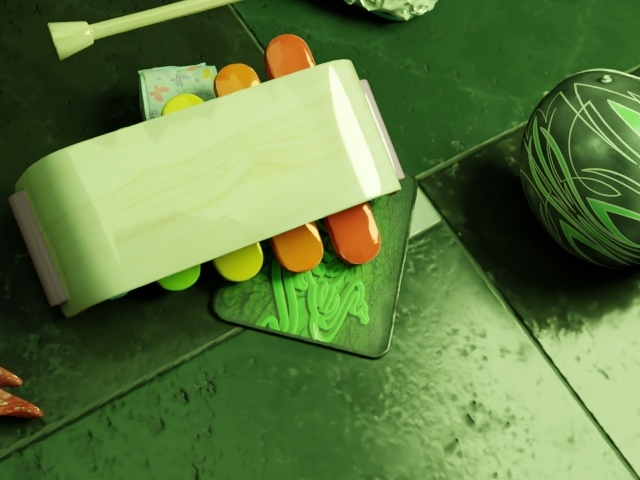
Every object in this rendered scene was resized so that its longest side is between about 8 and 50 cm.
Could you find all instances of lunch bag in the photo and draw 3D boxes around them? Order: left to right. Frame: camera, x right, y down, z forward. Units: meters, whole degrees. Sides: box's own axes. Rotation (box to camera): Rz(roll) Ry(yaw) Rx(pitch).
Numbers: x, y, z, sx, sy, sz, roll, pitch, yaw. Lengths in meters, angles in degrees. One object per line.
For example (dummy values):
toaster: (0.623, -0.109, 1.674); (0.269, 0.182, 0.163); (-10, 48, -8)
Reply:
lunch bag: (-0.120, -0.112, 0.810); (0.071, 0.053, 0.083); (-8, 76, -15)

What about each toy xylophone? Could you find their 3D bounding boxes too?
toy xylophone: (-0.086, -0.075, 0.739); (0.323, 0.081, 0.236); (-13, 86, -16)

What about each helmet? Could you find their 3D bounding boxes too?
helmet: (0.253, -0.059, 0.791); (0.162, 0.169, 0.169); (2, 61, -28)

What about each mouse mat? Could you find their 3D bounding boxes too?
mouse mat: (0.000, 0.000, 0.801); (0.153, 0.007, 0.189); (14, 62, -3)

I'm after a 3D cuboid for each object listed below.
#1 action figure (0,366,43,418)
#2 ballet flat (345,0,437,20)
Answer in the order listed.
action figure: (-0.245, 0.224, 0.585); (0.139, 0.091, 0.280); (21, 60, 15)
ballet flat: (-0.054, -0.346, 0.900); (0.409, 0.147, 0.147); (20, 61, 1)
